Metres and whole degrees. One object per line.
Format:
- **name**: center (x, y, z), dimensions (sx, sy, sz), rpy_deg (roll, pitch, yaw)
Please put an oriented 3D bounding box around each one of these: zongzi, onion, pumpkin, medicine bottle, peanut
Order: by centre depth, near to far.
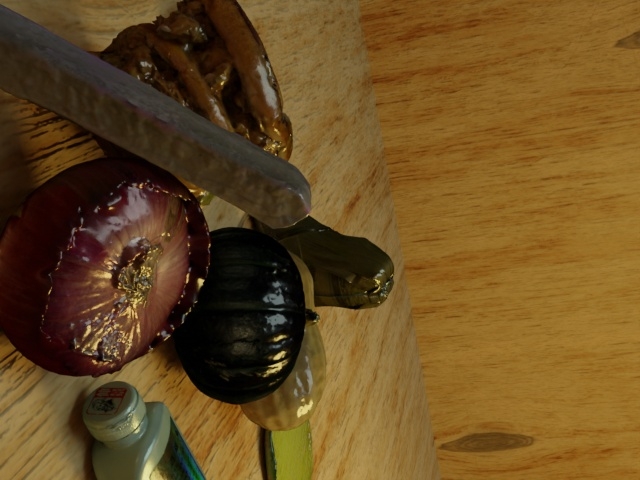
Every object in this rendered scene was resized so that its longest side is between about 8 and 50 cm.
- **onion**: center (-0.226, 0.027, 0.924), dimensions (0.248, 0.161, 0.248), rpy_deg (-4, 95, -55)
- **medicine bottle**: center (-0.204, 0.261, 1.057), dimensions (0.121, 0.083, 0.228), rpy_deg (-77, 157, -48)
- **pumpkin**: center (-0.107, 0.107, 1.272), dimensions (0.250, 0.216, 0.249), rpy_deg (-175, -90, -73)
- **peanut**: center (-0.072, 0.145, 1.481), dimensions (0.174, 0.158, 0.339), rpy_deg (21, 57, -50)
- **zongzi**: center (0.000, 0.000, 1.649), dimensions (0.125, 0.251, 0.274), rpy_deg (-51, 133, -47)

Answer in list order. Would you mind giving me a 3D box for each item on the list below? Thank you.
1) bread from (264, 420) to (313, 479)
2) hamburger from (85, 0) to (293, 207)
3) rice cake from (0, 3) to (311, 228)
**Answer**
- **bread**: center (-0.060, 0.386, 1.654), dimensions (0.228, 0.034, 0.228), rpy_deg (-9, 90, -75)
- **hamburger**: center (-0.159, -0.155, 1.057), dimensions (0.260, 0.211, 0.245), rpy_deg (38, -22, 54)
- **rice cake**: center (-0.187, -0.122, 0.883), dimensions (0.064, 0.399, 0.070), rpy_deg (-57, -168, 28)
